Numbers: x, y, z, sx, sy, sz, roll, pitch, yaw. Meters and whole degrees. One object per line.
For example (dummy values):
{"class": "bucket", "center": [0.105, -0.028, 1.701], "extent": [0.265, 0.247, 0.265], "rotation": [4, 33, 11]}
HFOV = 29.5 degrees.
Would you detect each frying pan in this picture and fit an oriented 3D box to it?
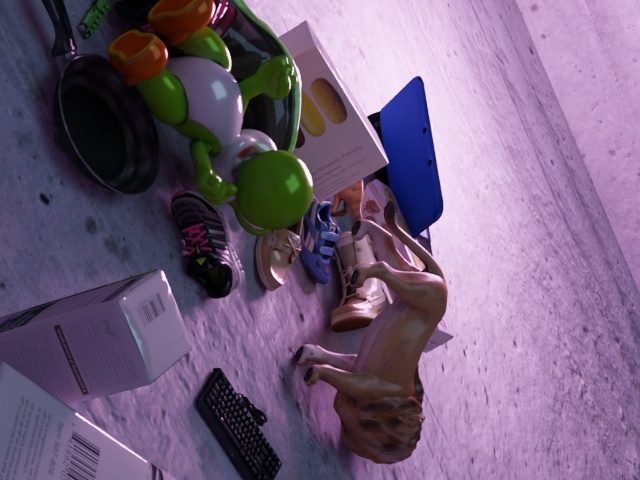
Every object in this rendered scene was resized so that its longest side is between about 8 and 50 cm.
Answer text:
{"class": "frying pan", "center": [-0.315, -0.193, 1.557], "extent": [0.326, 0.053, 0.197], "rotation": [52, 31, -30]}

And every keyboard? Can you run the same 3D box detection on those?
{"class": "keyboard", "center": [-0.106, 0.259, 1.696], "extent": [0.180, 0.023, 0.108], "rotation": [61, 29, -22]}

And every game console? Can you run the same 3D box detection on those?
{"class": "game console", "center": [0.196, -0.122, 2.316], "extent": [0.250, 0.173, 0.293], "rotation": [26, 52, -53]}

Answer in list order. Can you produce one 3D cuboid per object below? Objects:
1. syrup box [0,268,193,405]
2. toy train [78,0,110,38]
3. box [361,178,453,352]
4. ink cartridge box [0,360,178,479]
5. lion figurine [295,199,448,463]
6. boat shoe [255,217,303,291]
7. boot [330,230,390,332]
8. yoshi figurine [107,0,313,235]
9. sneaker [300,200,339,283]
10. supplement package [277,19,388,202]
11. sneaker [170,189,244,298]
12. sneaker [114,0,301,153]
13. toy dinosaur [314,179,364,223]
{"class": "syrup box", "center": [-0.263, 0.113, 1.266], "extent": [0.093, 0.237, 0.096], "rotation": [-40, 112, -61]}
{"class": "toy train", "center": [-0.312, -0.307, 1.672], "extent": [0.024, 0.017, 0.083], "rotation": [45, 36, -24]}
{"class": "box", "center": [0.142, 0.042, 2.154], "extent": [0.067, 0.063, 0.324], "rotation": [27, 37, -53]}
{"class": "ink cartridge box", "center": [-0.263, 0.349, 1.200], "extent": [0.395, 0.166, 0.285], "rotation": [45, 38, -39]}
{"class": "lion figurine", "center": [0.112, 0.153, 1.886], "extent": [0.240, 0.392, 0.142], "rotation": [24, 8, -20]}
{"class": "boat shoe", "center": [-0.059, 0.002, 1.898], "extent": [0.063, 0.059, 0.170], "rotation": [46, 37, -39]}
{"class": "boot", "center": [0.054, 0.066, 2.045], "extent": [0.213, 0.077, 0.165], "rotation": [0, 75, -69]}
{"class": "yoshi figurine", "center": [-0.117, -0.149, 1.643], "extent": [0.362, 0.204, 0.203], "rotation": [59, 15, -32]}
{"class": "sneaker", "center": [0.000, 0.000, 2.006], "extent": [0.053, 0.059, 0.144], "rotation": [12, 64, -61]}
{"class": "supplement package", "center": [-0.013, -0.212, 1.993], "extent": [0.244, 0.139, 0.134], "rotation": [56, 9, -27]}
{"class": "sneaker", "center": [-0.162, 0.011, 1.699], "extent": [0.075, 0.063, 0.170], "rotation": [-67, 137, -60]}
{"class": "sneaker", "center": [-0.192, -0.311, 1.770], "extent": [0.202, 0.185, 0.482], "rotation": [-36, 103, -43]}
{"class": "toy dinosaur", "center": [0.053, -0.067, 2.080], "extent": [0.064, 0.112, 0.211], "rotation": [44, 31, -38]}
